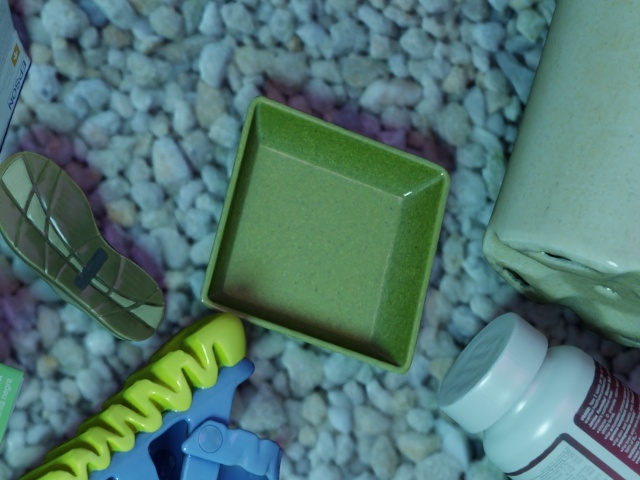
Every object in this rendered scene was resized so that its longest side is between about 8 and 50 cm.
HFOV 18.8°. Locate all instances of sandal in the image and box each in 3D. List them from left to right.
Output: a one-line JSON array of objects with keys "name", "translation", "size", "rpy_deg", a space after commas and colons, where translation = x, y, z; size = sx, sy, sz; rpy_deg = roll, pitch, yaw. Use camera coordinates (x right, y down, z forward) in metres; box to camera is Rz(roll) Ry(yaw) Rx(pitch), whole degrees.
[{"name": "sandal", "translation": [-0.194, 0.010, 1.500], "size": [0.180, 0.049, 0.072], "rpy_deg": [48, 67, -21]}, {"name": "sandal", "translation": [-0.140, 0.192, 1.431], "size": [0.317, 0.126, 0.138], "rpy_deg": [-41, 98, -26]}]

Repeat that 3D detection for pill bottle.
[{"name": "pill bottle", "translation": [0.212, 0.164, 1.592], "size": [0.221, 0.121, 0.121], "rpy_deg": [38, 64, -10]}]

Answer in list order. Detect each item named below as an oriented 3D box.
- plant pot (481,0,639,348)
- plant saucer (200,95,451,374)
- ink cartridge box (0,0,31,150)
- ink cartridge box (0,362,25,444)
[{"name": "plant pot", "translation": [0.294, -0.079, 1.615], "size": [0.334, 0.334, 0.305], "rpy_deg": [29, 77, -14]}, {"name": "plant saucer", "translation": [0.000, 0.000, 1.586], "size": [0.188, 0.045, 0.188], "rpy_deg": [20, 69, -18]}, {"name": "ink cartridge box", "translation": [-0.277, -0.092, 1.407], "size": [0.045, 0.224, 0.223], "rpy_deg": [13, 68, 5]}, {"name": "ink cartridge box", "translation": [-0.339, 0.109, 1.338], "size": [0.219, 0.160, 0.092], "rpy_deg": [23, 65, -17]}]
